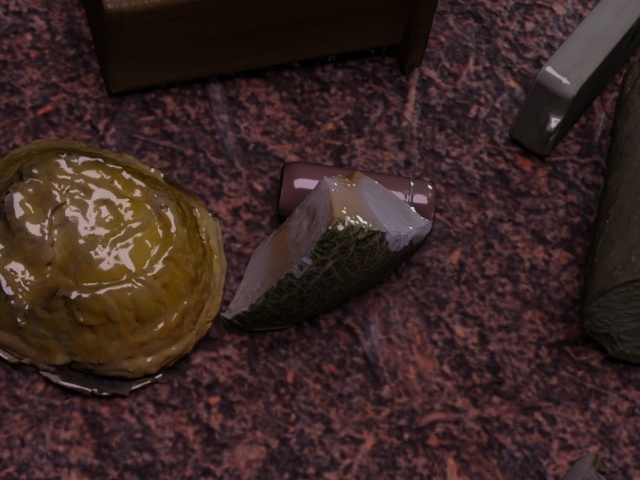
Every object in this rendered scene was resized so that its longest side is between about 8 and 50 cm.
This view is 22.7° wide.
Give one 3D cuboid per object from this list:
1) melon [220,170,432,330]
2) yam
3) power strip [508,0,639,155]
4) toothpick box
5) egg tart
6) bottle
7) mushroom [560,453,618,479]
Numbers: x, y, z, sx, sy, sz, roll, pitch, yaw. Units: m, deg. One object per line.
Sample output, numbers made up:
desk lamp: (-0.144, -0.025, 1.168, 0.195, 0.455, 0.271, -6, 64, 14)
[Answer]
melon: (0.002, 0.002, 1.343, 0.202, 0.139, 0.093, -31, 81, -10)
yam: (0.321, -0.030, 1.413, 0.161, 0.161, 0.268, 18, 60, 0)
power strip: (0.272, -0.192, 1.516, 0.046, 0.118, 0.270, 36, 62, 13)
toothpick box: (-0.061, -0.255, 1.463, 0.308, 0.187, 0.190, -11, 65, -12)
egg tart: (-0.194, 0.006, 1.346, 0.232, 0.098, 0.252, -26, 73, -18)
bottle: (0.032, -0.037, 1.428, 0.140, 0.053, 0.053, 8, 61, -5)
mushroom: (0.211, 0.304, 1.257, 0.096, 0.099, 0.278, 6, 65, 9)
